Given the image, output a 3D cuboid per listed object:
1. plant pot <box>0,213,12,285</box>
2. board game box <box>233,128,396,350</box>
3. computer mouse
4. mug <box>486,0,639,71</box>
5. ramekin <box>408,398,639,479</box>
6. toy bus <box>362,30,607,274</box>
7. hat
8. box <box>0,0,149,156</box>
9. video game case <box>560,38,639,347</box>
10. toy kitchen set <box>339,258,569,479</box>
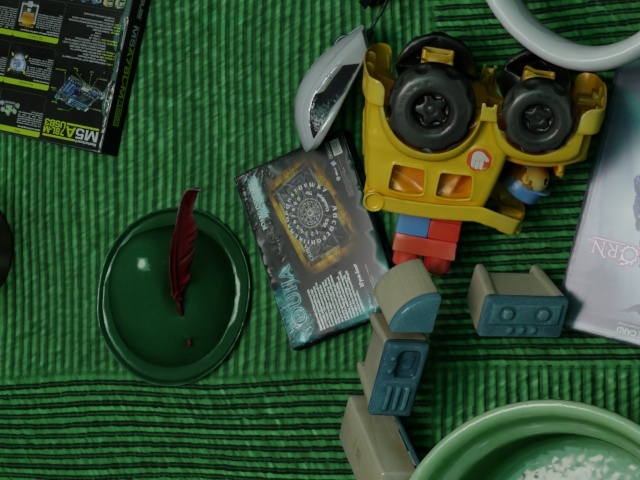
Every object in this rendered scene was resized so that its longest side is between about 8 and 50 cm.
[{"bbox_3d":[-0.411,0.005,1.951,0.167,0.165,0.167,-2,85,21],"label":"plant pot"},{"bbox_3d":[0.000,0.000,1.863,0.126,0.026,0.186,-22,78,19],"label":"board game box"},{"bbox_3d":[0.019,-0.176,1.822,0.042,0.106,0.193,27,92,-9],"label":"computer mouse"},{"bbox_3d":[0.284,-0.318,1.656,0.328,0.276,0.374,46,116,14],"label":"mug"},{"bbox_3d":[0.222,0.291,1.687,0.303,0.148,0.303,-2,86,22],"label":"ramekin"},{"bbox_3d":[0.140,-0.070,1.753,0.220,0.149,0.211,7,109,2],"label":"toy bus"},{"bbox_3d":[-0.178,0.037,1.846,0.173,0.183,0.208,16,92,22],"label":"hat"},{"bbox_3d":[-0.283,-0.194,1.981,0.190,0.045,0.184,11,93,21],"label":"box"},{"bbox_3d":[0.338,-0.032,1.733,0.196,0.026,0.274,14,90,22],"label":"video game case"},{"bbox_3d":[0.128,0.137,1.755,0.166,0.122,0.207,2,122,-17],"label":"toy kitchen set"}]
